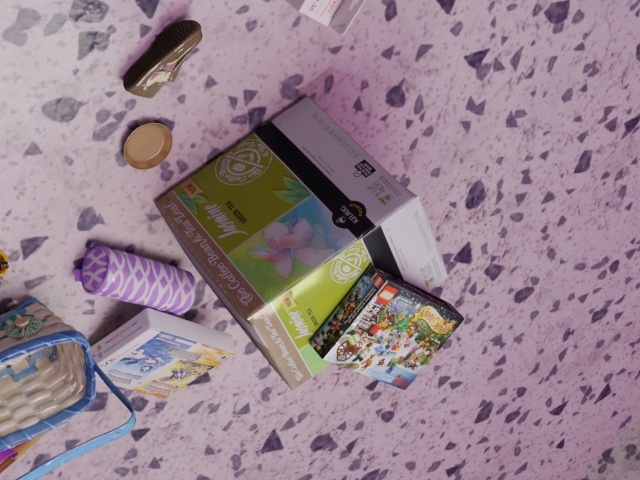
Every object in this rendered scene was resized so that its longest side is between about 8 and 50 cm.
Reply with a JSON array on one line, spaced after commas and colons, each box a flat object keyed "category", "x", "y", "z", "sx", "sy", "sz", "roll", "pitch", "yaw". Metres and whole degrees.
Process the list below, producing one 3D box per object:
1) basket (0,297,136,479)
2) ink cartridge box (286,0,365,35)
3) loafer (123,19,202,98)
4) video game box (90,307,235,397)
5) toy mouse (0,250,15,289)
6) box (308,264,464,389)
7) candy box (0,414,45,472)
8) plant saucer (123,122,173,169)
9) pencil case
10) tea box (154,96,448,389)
[{"category": "basket", "x": -0.455, "y": 0.243, "z": 1.794, "sx": 0.255, "sy": 0.289, "sz": 0.201, "roll": -26, "pitch": 143, "yaw": -25}, {"category": "ink cartridge box", "x": -0.009, "y": -0.393, "z": 1.699, "sx": 0.067, "sy": 0.198, "sz": 0.115, "roll": 17, "pitch": 111, "yaw": -44}, {"category": "loafer", "x": -0.229, "y": -0.269, "z": 1.740, "sx": 0.148, "sy": 0.056, "sz": 0.050, "roll": -39, "pitch": 139, "yaw": 10}, {"category": "video game box", "x": -0.284, "y": 0.199, "z": 2.021, "sx": 0.187, "sy": 0.048, "sz": 0.205, "roll": -32, "pitch": 145, "yaw": 29}, {"category": "toy mouse", "x": -0.542, "y": 0.042, "z": 1.753, "sx": 0.143, "sy": 0.031, "sz": 0.161, "roll": -24, "pitch": 144, "yaw": -23}, {"category": "box", "x": 0.108, "y": 0.142, "z": 1.842, "sx": 0.159, "sy": 0.044, "sz": 0.233, "roll": -51, "pitch": 140, "yaw": 11}, {"category": "candy box", "x": -0.564, "y": 0.344, "z": 1.970, "sx": 0.187, "sy": 0.053, "sz": 0.109, "roll": -41, "pitch": 138, "yaw": -4}, {"category": "plant saucer", "x": -0.272, "y": -0.150, "z": 1.827, "sx": 0.083, "sy": 0.015, "sz": 0.083, "roll": -20, "pitch": 132, "yaw": -24}, {"category": "pencil case", "x": -0.302, "y": 0.070, "z": 1.931, "sx": 0.088, "sy": 0.086, "sz": 0.206, "roll": -28, "pitch": 147, "yaw": 36}, {"category": "tea box", "x": -0.033, "y": -0.001, "z": 1.895, "sx": 0.323, "sy": 0.329, "sz": 0.220, "roll": -37, "pitch": 139, "yaw": -8}]
